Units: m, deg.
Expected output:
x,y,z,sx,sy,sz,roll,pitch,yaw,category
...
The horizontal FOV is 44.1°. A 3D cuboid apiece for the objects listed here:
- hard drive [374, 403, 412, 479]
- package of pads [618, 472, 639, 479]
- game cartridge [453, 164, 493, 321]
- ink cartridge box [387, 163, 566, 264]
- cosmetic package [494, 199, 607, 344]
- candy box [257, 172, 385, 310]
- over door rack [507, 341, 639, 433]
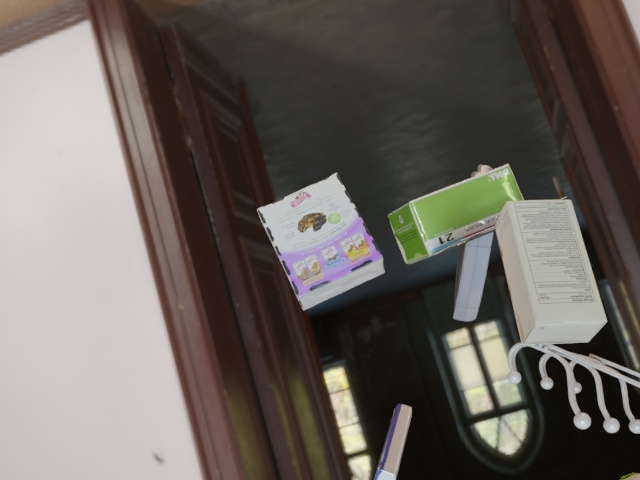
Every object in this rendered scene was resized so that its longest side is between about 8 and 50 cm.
x,y,z,sx,sy,sz,roll,pitch,yaw,category
0.132,0.493,1.623,0.040,0.210,0.318,15,-167,9,hard drive
0.641,0.561,1.383,0.101,0.229,0.296,-5,-169,-35,package of pads
0.315,0.018,1.625,0.060,0.196,0.294,9,133,10,game cartridge
0.238,-0.051,1.243,0.188,0.097,0.255,-21,175,-14,ink cartridge box
0.184,0.025,0.643,0.060,0.115,0.041,0,148,-5,cosmetic package
0.000,0.000,1.423,0.164,0.196,0.070,-25,153,-4,candy box
0.447,0.219,1.074,0.324,0.108,0.239,7,173,40,over door rack
